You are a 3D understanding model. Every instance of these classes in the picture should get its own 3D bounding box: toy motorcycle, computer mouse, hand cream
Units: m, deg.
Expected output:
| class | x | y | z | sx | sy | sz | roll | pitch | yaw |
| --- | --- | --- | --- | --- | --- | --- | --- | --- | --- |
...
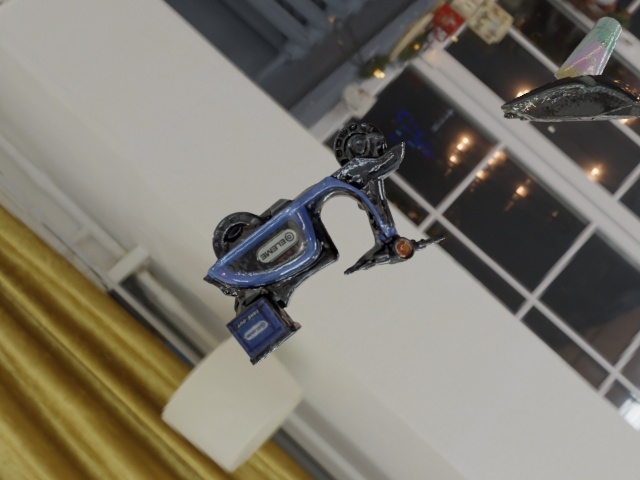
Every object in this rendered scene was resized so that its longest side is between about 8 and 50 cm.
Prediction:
| class | x | y | z | sx | sy | sz | roll | pitch | yaw |
| --- | --- | --- | --- | --- | --- | --- | --- | --- | --- |
| toy motorcycle | 0.000 | 0.000 | 1.231 | 0.359 | 0.212 | 0.125 | -38 | 177 | 3 |
| computer mouse | 0.343 | -0.192 | 1.171 | 0.106 | 0.192 | 0.062 | -16 | 107 | -68 |
| hand cream | 0.443 | -0.298 | 1.426 | 0.174 | 0.076 | 0.047 | -53 | -164 | -28 |
